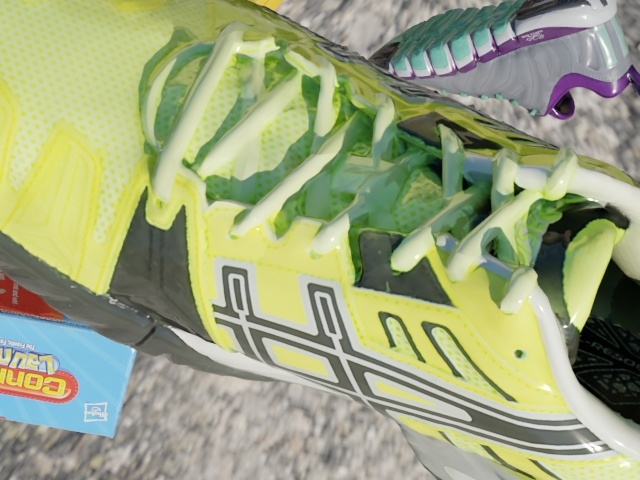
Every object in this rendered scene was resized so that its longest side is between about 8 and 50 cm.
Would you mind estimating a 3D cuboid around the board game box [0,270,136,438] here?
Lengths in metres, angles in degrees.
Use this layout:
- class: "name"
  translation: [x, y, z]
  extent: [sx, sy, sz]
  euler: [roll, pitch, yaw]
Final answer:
- class: "board game box"
  translation: [-0.292, 0.008, 1.384]
  extent: [0.302, 0.308, 0.086]
  euler: [12, 114, -12]

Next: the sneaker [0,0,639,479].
- class: "sneaker"
  translation: [0.028, -0.010, 0.660]
  extent: [0.385, 0.147, 0.145]
  euler: [27, 64, -11]

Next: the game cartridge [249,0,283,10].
- class: "game cartridge"
  translation: [-0.109, -0.304, 1.452]
  extent: [0.285, 0.052, 0.323]
  euler: [38, 79, 15]

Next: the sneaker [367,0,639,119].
- class: "sneaker"
  translation: [0.129, -0.120, 1.365]
  extent: [0.224, 0.083, 0.098]
  euler: [-10, 115, 45]
